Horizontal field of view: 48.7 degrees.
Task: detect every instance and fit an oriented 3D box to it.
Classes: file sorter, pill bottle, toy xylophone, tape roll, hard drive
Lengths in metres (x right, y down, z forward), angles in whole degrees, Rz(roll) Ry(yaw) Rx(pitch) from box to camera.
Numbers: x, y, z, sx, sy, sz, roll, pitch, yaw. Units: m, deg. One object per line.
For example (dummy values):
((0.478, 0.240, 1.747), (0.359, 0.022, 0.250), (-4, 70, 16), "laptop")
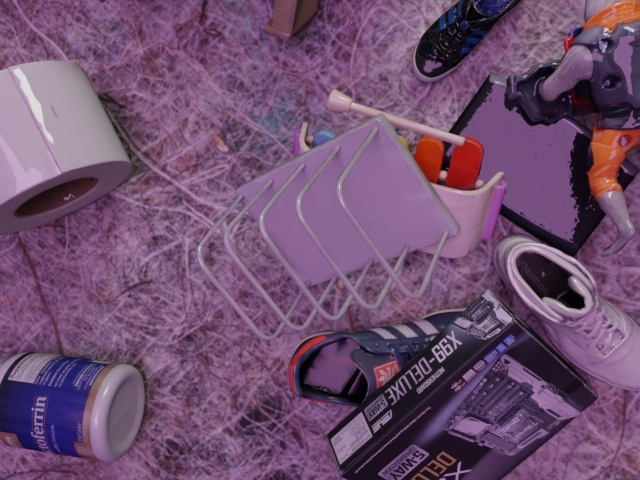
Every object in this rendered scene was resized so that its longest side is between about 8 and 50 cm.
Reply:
((0.000, 0.000, 0.940), (0.277, 0.173, 0.193), (-21, 114, 39), "file sorter")
((-0.433, 0.261, 1.136), (0.264, 0.153, 0.153), (5, 94, 12), "pill bottle")
((0.102, -0.091, 0.989), (0.322, 0.081, 0.236), (23, 134, 9), "toy xylophone")
((-0.431, -0.135, 1.066), (0.246, 0.246, 0.169), (-28, 87, 12), "tape roll")
((0.305, -0.110, 1.012), (0.254, 0.054, 0.172), (36, 99, 7), "hard drive")

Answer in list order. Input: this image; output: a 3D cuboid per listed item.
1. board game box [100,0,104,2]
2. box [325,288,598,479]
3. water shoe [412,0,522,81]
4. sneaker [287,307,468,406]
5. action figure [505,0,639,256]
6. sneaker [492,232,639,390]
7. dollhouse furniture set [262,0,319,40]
((-0.251, -0.471, 0.997), (0.030, 0.136, 0.260), (33, 77, -1), "board game box")
((0.197, 0.244, 0.978), (0.307, 0.076, 0.242), (-44, 124, 10), "box")
((0.206, -0.314, 1.006), (0.203, 0.080, 0.073), (-45, 84, 11), "water shoe")
((0.118, 0.181, 1.020), (0.350, 0.148, 0.131), (-12, 91, 12), "sneaker")
((0.436, -0.185, 0.893), (0.341, 0.178, 0.330), (-20, 90, -2), "action figure")
((0.354, 0.110, 0.958), (0.292, 0.169, 0.108), (42, 98, 5), "sneaker")
((-0.118, -0.421, 1.015), (0.242, 0.212, 0.161), (25, 135, 10), "dollhouse furniture set")
